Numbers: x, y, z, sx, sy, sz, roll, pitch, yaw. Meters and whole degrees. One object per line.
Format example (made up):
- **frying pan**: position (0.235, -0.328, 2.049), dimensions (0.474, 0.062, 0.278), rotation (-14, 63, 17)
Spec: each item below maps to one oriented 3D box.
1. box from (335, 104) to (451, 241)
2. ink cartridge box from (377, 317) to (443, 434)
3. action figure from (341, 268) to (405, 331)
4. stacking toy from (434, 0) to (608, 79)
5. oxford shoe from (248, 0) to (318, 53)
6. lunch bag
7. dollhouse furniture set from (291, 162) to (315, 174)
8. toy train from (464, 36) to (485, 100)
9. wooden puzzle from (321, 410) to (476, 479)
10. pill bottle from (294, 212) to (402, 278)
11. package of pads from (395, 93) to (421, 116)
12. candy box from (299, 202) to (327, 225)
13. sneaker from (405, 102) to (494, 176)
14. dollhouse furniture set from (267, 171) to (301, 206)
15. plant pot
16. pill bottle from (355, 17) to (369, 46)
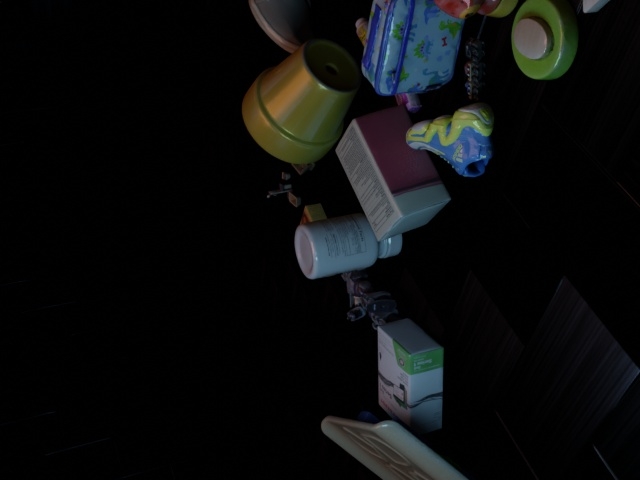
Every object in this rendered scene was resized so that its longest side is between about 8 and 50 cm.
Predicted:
- **box**: position (0.148, -0.140, 1.593), dimensions (0.232, 0.126, 0.148), rotation (65, 159, 13)
- **ink cartridge box**: position (0.206, 0.316, 1.757), dimensions (0.160, 0.092, 0.219), rotation (-141, 45, -60)
- **action figure**: position (0.110, 0.130, 1.913), dimensions (0.285, 0.099, 0.185), rotation (-135, 30, -62)
- **stacking toy**: position (0.290, -0.398, 1.137), dimensions (0.309, 0.130, 0.280), rotation (117, 138, -59)
- **oxford shoe**: position (-0.106, -0.675, 2.000), dimensions (0.130, 0.169, 0.449), rotation (-43, 58, 43)
- **lunch bag**: position (0.169, -0.374, 1.394), dimensions (0.219, 0.176, 0.090), rotation (101, 150, -42)
- **dollhouse furniture set**: position (-0.043, -0.301, 2.143), dimensions (0.161, 0.101, 0.182), rotation (50, 154, 5)
- **toy train**: position (0.265, -0.295, 1.317), dimensions (0.036, 0.027, 0.158), rotation (42, 168, 27)
- **wooden puzzle**: position (0.194, 0.485, 1.718), dimensions (0.322, 0.080, 0.348), rotation (40, 156, -10)
- **pill bottle**: position (0.066, 0.006, 1.771), dimensions (0.131, 0.229, 0.131), rotation (169, 90, -69)
- **package of pads**: position (0.181, -0.305, 1.599), dimensions (0.050, 0.032, 0.083), rotation (127, 129, -64)
- **candy box**: position (0.000, 0.000, 2.187), dimensions (0.109, 0.053, 0.187), rotation (109, 145, -53)
- **sneaker**: position (0.241, -0.172, 1.429), dimensions (0.240, 0.091, 0.126), rotation (167, 92, -68)
- **dollhouse furniture set**: position (-0.116, -0.151, 2.367), dimensions (0.114, 0.081, 0.091), rotation (-139, 42, -58)
- **plant pot**: position (-0.029, -0.351, 1.853), dimensions (0.239, 0.254, 0.254), rotation (-43, 59, 48)
- **pill bottle**: position (0.107, -0.458, 1.696), dimensions (0.043, 0.043, 0.083), rotation (108, 145, -51)
